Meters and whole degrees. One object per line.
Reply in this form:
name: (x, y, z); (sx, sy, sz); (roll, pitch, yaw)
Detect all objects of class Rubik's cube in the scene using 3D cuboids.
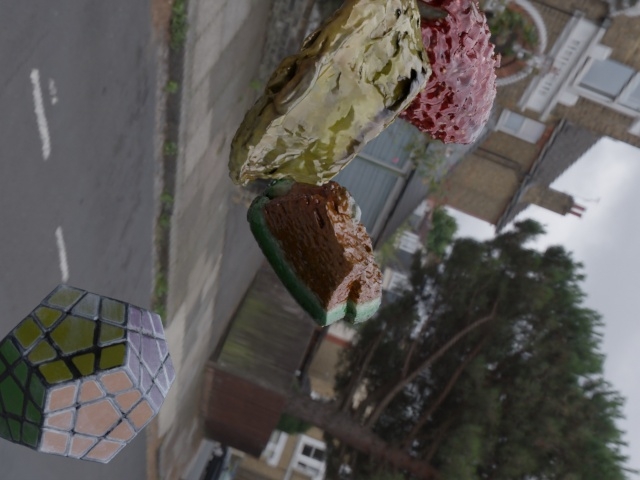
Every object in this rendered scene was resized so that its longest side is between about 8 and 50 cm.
Rubik's cube: (-0.410, 0.225, 1.234); (0.319, 0.264, 0.319); (-42, -168, 11)

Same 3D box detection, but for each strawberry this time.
strawberry: (0.212, -0.342, 1.325); (0.292, 0.343, 0.292); (-23, -124, 38)

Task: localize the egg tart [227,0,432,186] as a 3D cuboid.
egg tart: (0.023, -0.167, 0.853); (0.341, 0.129, 0.341); (-45, -177, 3)

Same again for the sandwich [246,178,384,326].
sandwich: (-0.001, 0.012, 1.170); (0.109, 0.292, 0.212); (-27, -173, -35)
